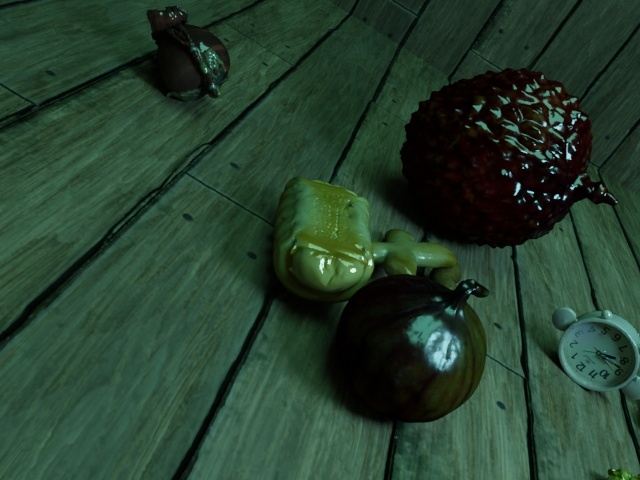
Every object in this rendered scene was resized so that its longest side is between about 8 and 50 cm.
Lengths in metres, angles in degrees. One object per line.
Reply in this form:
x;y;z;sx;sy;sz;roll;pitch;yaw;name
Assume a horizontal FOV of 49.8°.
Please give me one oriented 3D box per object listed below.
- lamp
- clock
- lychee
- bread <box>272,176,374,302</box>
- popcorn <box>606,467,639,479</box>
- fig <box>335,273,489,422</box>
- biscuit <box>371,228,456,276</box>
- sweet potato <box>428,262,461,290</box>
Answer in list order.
-0.275;-0.391;1.475;0.151;0.215;0.223;-14;82;-14;lamp
0.559;0.217;1.374;0.229;0.156;0.063;44;30;14;clock
0.422;-0.179;1.561;0.499;0.425;0.424;19;23;22;lychee
0.000;0.000;1.180;0.172;0.121;0.311;18;28;-6;bread
0.494;0.404;1.131;0.083;0.068;0.060;-16;95;-82;popcorn
0.135;0.149;1.023;0.234;0.214;0.235;6;50;-7;fig
0.154;0.026;1.332;0.164;0.047;0.207;25;23;29;biscuit
0.244;0.088;1.369;0.065;0.051;0.218;20;29;7;sweet potato
